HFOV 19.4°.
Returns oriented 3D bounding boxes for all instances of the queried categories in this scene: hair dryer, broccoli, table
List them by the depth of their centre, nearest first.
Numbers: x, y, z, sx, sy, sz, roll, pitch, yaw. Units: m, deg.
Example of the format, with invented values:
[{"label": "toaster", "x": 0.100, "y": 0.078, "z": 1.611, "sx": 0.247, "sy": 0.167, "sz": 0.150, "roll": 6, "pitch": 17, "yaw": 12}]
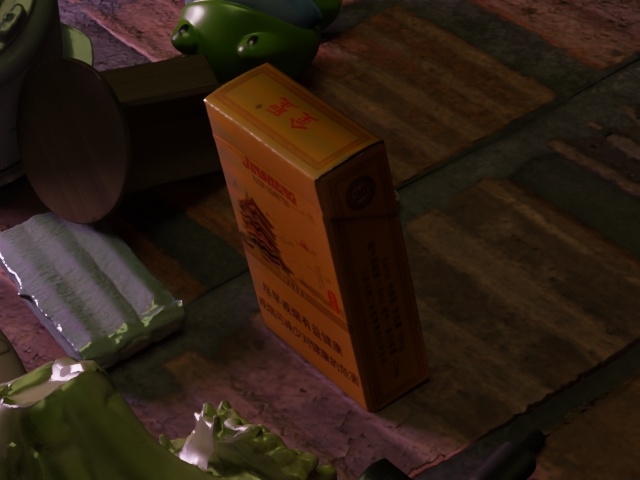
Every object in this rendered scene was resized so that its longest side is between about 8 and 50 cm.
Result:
[{"label": "broccoli", "x": -0.156, "y": 0.225, "z": 1.355, "sx": 0.348, "sy": 0.281, "sz": 0.293, "roll": -20, "pitch": 19, "yaw": 7}, {"label": "hair dryer", "x": 0.145, "y": 0.223, "z": 1.500, "sx": 0.195, "sy": 0.078, "sz": 0.248, "roll": 37, "pitch": 38, "yaw": 14}, {"label": "table", "x": -0.171, "y": -0.119, "z": 1.922, "sx": 0.167, "sy": 0.167, "sz": 0.227, "roll": 25, "pitch": 28, "yaw": 37}]

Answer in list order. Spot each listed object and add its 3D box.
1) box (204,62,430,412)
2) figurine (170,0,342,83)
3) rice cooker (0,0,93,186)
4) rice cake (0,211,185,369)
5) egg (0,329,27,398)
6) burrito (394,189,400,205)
[{"label": "box", "x": 0.000, "y": 0.000, "z": 1.645, "sx": 0.076, "sy": 0.274, "sz": 0.174, "roll": -32, "pitch": 43, "yaw": -22}, {"label": "figurine", "x": -0.063, "y": -0.253, "z": 2.117, "sx": 0.162, "sy": 0.143, "sz": 0.263, "roll": 16, "pitch": 26, "yaw": 18}, {"label": "rice cooker", "x": -0.394, "y": -0.199, "z": 1.981, "sx": 0.317, "sy": 0.316, "sz": 0.264, "roll": -7, "pitch": 66, "yaw": 2}, {"label": "rice cake", "x": -0.232, "y": 0.041, "z": 1.830, "sx": 0.127, "sy": 0.043, "sz": 0.237, "roll": -26, "pitch": 40, "yaw": -21}, {"label": "egg", "x": -0.360, "y": 0.126, "z": 1.618, "sx": 0.196, "sy": 0.196, "sz": 0.271, "roll": -33, "pitch": 36, "yaw": -29}, {"label": "burrito", "x": 0.008, "y": -0.065, "z": 1.922, "sx": 0.188, "sy": 0.045, "sz": 0.058, "roll": 27, "pitch": 75, "yaw": 35}]
